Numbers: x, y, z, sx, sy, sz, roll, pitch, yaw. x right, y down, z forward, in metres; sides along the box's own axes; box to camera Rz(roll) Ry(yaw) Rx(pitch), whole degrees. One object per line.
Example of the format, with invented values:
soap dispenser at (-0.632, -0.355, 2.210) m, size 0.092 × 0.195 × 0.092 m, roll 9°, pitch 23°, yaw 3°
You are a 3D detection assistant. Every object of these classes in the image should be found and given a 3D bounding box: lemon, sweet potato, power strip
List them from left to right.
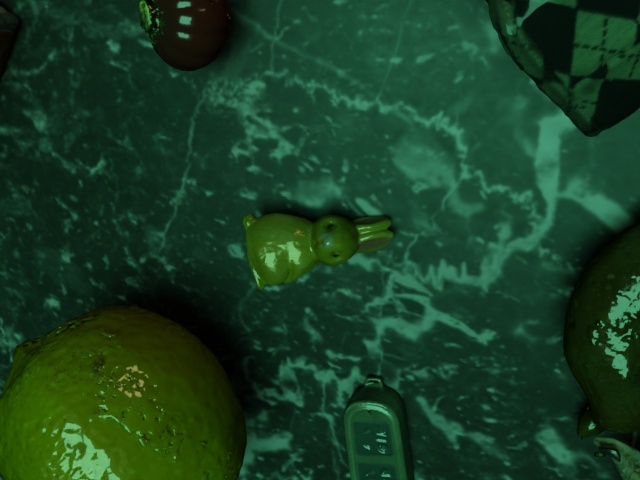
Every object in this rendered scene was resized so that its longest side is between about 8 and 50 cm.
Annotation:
lemon at (-0.219, 0.218, 0.710) m, size 0.258 × 0.258 × 0.310 m, roll -40°, pitch 92°, yaw 25°
power strip at (0.080, 0.304, 0.769) m, size 0.080 × 0.048 × 0.286 m, roll -2°, pitch 107°, yaw 16°
sweet potato at (0.301, 0.077, 0.594) m, size 0.124 × 0.098 × 0.310 m, roll 11°, pitch 112°, yaw -10°

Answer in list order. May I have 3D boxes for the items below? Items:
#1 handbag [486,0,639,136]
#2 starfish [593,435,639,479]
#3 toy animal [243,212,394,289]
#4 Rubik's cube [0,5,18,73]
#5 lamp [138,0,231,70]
handbag at (0.258, -0.301, 0.364) m, size 0.416 × 0.317 × 0.180 m, roll -35°, pitch 135°, yaw 25°
starfish at (0.413, 0.382, 0.653) m, size 0.397 × 0.132 × 0.384 m, roll 6°, pitch 113°, yaw 23°
toy animal at (-0.001, -0.003, 0.672) m, size 0.159 × 0.070 × 0.083 m, roll -10°, pitch 105°, yaw 14°
Rubik's cube at (-0.571, -0.185, 0.642) m, size 0.301 × 0.304 × 0.305 m, roll 38°, pitch 114°, yaw 1°
lamp at (-0.134, -0.221, 0.617) m, size 0.101 × 0.090 × 0.101 m, roll 17°, pitch 111°, yaw 54°
